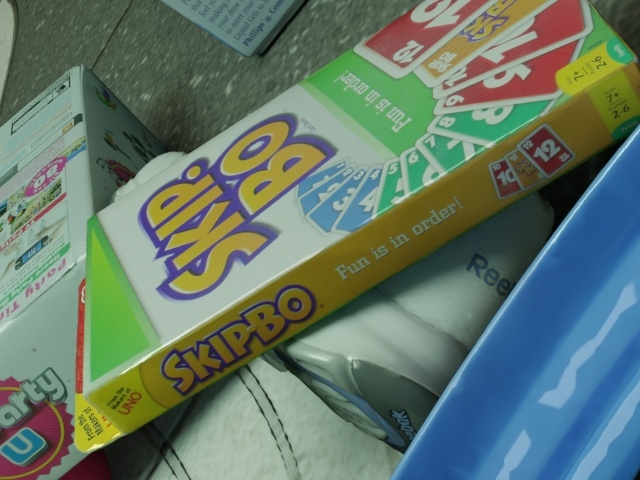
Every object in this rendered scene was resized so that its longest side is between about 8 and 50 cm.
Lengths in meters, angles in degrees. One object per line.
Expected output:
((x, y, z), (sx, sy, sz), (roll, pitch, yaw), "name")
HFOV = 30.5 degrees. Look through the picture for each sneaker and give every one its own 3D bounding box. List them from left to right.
((0.000, 0.000, 0.568), (0.129, 0.111, 0.297), (-52, 36, -10), "sneaker")

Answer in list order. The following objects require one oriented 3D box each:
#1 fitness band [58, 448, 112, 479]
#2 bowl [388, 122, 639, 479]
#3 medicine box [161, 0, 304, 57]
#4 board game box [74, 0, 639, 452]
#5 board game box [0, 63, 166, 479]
((-0.225, 0.235, 0.722), (0.290, 0.054, 0.209), (-61, 31, -1), "fitness band")
((0.089, 0.057, 0.227), (0.391, 0.077, 0.391), (-56, 1, 1), "bowl")
((-0.137, -0.303, 0.822), (0.149, 0.289, 0.263), (-50, 31, 16), "medicine box")
((-0.003, -0.021, 0.476), (0.259, 0.039, 0.124), (-34, 33, 13), "board game box")
((-0.199, 0.032, 0.742), (0.224, 0.097, 0.303), (-39, 28, 8), "board game box")
